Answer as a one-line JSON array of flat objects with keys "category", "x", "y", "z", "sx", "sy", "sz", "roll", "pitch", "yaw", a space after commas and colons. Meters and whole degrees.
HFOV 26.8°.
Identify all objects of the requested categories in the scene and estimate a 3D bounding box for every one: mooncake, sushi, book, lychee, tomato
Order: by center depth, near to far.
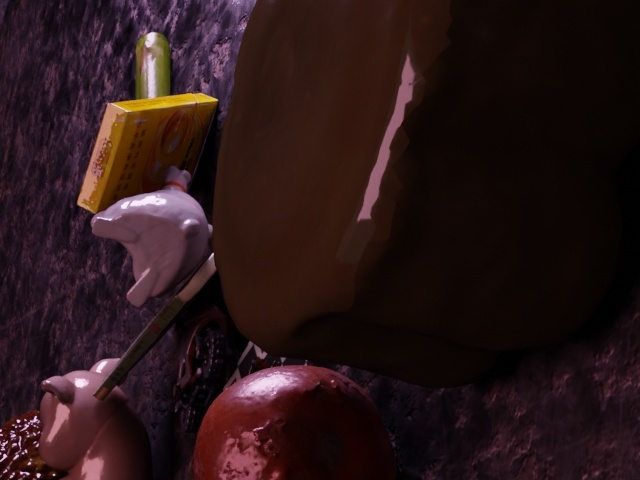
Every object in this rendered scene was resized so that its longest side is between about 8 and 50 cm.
[{"category": "mooncake", "x": 0.086, "y": -0.101, "z": 1.230, "sx": 0.467, "sy": 0.262, "sz": 0.467, "roll": -35, "pitch": 50, "yaw": 56}, {"category": "tomato", "x": -0.031, "y": 0.232, "z": 1.374, "sx": 0.184, "sy": 0.208, "sz": 0.208, "roll": -35, "pitch": 50, "yaw": 53}, {"category": "sushi", "x": -0.052, "y": 0.199, "z": 1.607, "sx": 0.193, "sy": 0.040, "sz": 0.210, "roll": -61, "pitch": 29, "yaw": 17}, {"category": "book", "x": -0.197, "y": 0.093, "z": 1.817, "sx": 0.289, "sy": 0.026, "sz": 0.201, "roll": -46, "pitch": 5, "yaw": 44}, {"category": "lychee", "x": -0.435, "y": 0.380, "z": 2.042, "sx": 0.236, "sy": 0.271, "sz": 0.236, "roll": 24, "pitch": 123, "yaw": 43}]

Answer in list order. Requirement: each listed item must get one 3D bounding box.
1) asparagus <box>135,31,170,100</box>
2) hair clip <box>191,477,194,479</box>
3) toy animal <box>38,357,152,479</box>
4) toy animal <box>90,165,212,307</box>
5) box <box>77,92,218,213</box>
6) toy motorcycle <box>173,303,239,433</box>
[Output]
[{"category": "asparagus", "x": -0.268, "y": -0.209, "z": 2.146, "sx": 0.067, "sy": 0.060, "sz": 0.278, "roll": -33, "pitch": 52, "yaw": 41}, {"category": "hair clip", "x": -0.202, "y": 0.388, "z": 1.817, "sx": 0.230, "sy": 0.039, "sz": 0.070, "roll": -63, "pitch": 30, "yaw": 25}, {"category": "toy animal", "x": -0.316, "y": 0.302, "z": 1.902, "sx": 0.166, "sy": 0.154, "sz": 0.250, "roll": -17, "pitch": -92, "yaw": -80}, {"category": "toy animal", "x": -0.214, "y": -0.009, "z": 1.788, "sx": 0.138, "sy": 0.141, "sz": 0.282, "roll": -34, "pitch": 9, "yaw": 1}, {"category": "box", "x": -0.240, "y": -0.129, "z": 1.892, "sx": 0.043, "sy": 0.269, "sz": 0.152, "roll": 26, "pitch": 107, "yaw": 15}, {"category": "toy motorcycle", "x": -0.155, "y": 0.164, "z": 1.772, "sx": 0.212, "sy": 0.084, "sz": 0.118, "roll": 115, "pitch": 154, "yaw": -50}]
